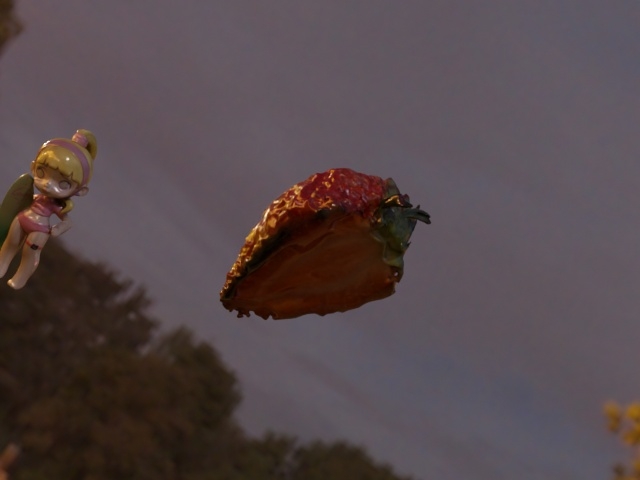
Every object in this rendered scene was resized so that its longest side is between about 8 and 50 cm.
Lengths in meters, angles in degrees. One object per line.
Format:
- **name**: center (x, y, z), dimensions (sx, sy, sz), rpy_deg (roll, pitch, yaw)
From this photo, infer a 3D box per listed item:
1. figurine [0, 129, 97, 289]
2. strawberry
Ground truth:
- **figurine**: center (-0.301, -0.037, 1.860), dimensions (0.083, 0.187, 0.083), rpy_deg (25, 10, -5)
- **strawberry**: center (0.003, -0.001, 1.465), dimensions (0.140, 0.085, 0.192), rpy_deg (14, -42, -20)
